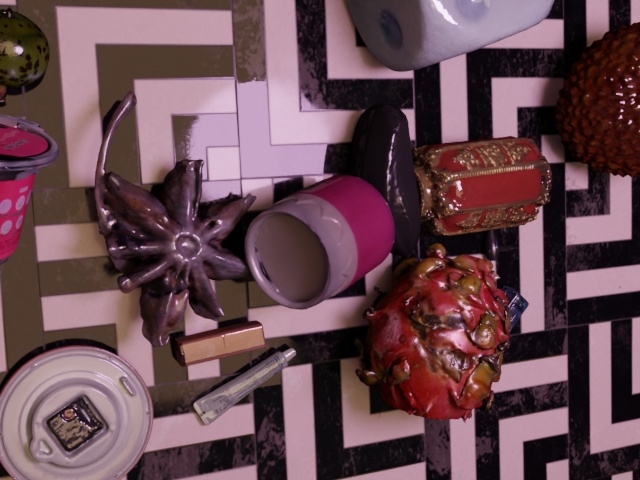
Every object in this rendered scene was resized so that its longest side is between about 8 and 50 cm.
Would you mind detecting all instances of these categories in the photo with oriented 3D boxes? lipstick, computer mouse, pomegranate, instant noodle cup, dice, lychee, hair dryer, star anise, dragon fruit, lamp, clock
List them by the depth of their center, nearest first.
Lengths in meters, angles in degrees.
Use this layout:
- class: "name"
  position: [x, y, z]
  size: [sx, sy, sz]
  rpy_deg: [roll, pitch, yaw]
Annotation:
- class: "instant noodle cup"
  position: [-0.501, -0.066, 1.074]
  size: [0.302, 0.258, 0.181]
  rpy_deg: [-18, 127, -61]
- class: "pomegranate"
  position: [-0.461, -0.260, 1.138]
  size: [0.122, 0.122, 0.161]
  rpy_deg: [23, 113, -21]
- class: "clock"
  position: [-0.386, 0.284, 1.238]
  size: [0.244, 0.056, 0.244]
  rpy_deg: [-2, 96, -20]
- class: "star anise"
  position: [-0.230, -0.012, 1.242]
  size: [0.316, 0.139, 0.359]
  rpy_deg: [22, 78, -38]
- class: "dice"
  position: [0.205, -0.440, 1.294]
  size: [0.268, 0.265, 0.262]
  rpy_deg: [-24, 103, -19]
- class: "lipstick"
  position: [-0.168, 0.172, 1.318]
  size: [0.145, 0.045, 0.045]
  rpy_deg: [-11, 97, -19]
- class: "computer mouse"
  position: [0.098, -0.098, 1.349]
  size: [0.086, 0.137, 0.269]
  rpy_deg: [-13, 101, -26]
- class: "dragon fruit"
  position: [0.196, 0.152, 1.358]
  size: [0.269, 0.250, 0.291]
  rpy_deg: [10, 94, -2]
- class: "lamp"
  position: [0.275, -0.099, 1.407]
  size: [0.274, 0.177, 0.177]
  rpy_deg: [-8, 97, -19]
- class: "lychee"
  position: [0.584, -0.260, 1.457]
  size: [0.304, 0.276, 0.275]
  rpy_deg: [-33, 107, 12]
- class: "hair dryer"
  position: [0.348, 0.001, 1.520]
  size: [0.083, 0.031, 0.079]
  rpy_deg: [2, 85, -35]

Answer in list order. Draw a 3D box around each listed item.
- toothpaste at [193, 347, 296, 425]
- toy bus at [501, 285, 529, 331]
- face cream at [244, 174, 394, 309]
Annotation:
- class: "toothpaste"
  position: [-0.125, 0.243, 1.351]
  size: [0.197, 0.029, 0.048]
  rpy_deg: [-33, 103, -13]
- class: "toy bus"
  position: [0.330, 0.165, 1.500]
  size: [0.047, 0.065, 0.166]
  rpy_deg: [40, 81, -18]
- class: "face cream"
  position: [0.000, 0.000, 1.263]
  size: [0.195, 0.175, 0.175]
  rpy_deg: [-30, 107, -48]
